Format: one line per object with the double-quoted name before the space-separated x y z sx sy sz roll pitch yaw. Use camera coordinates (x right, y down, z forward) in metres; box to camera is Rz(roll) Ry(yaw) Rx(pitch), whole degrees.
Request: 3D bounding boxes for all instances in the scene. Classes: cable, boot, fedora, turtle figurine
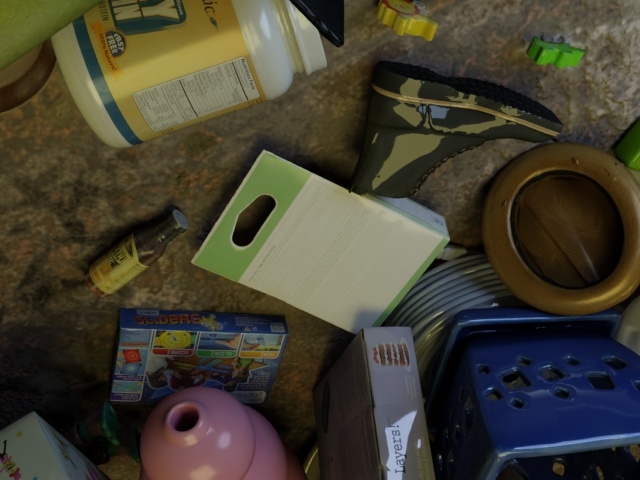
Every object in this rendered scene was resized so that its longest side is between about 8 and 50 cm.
"cable" 0.204 0.126 1.089 0.257 0.089 0.257 1 130 -15
"boot" 0.132 -0.095 0.879 0.198 0.077 0.137 13 115 -8
"fedora" 0.277 -0.011 0.963 0.194 0.194 0.079 -33 167 15
"turtle figurine" -0.344 0.285 1.061 0.234 0.118 0.175 -26 160 1

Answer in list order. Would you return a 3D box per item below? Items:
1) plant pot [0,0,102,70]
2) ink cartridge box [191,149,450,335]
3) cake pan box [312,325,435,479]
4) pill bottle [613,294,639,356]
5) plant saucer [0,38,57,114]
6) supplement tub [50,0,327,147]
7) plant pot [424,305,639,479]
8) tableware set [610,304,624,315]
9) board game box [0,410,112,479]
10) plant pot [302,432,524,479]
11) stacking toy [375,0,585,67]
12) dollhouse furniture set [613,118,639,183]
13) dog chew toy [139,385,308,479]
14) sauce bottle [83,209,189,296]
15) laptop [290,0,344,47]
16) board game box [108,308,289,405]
"plant pot" -0.236 -0.227 0.561 0.254 0.276 0.276 -34 130 22
"ink cartridge box" 0.000 0.000 0.954 0.235 0.056 0.171 26 120 -18
"cake pan box" 0.058 0.264 1.009 0.070 0.267 0.246 0 152 -13
"pill bottle" 0.485 0.170 1.117 0.160 0.160 0.283 -32 147 14
"plant saucer" -0.309 -0.183 0.734 0.168 0.029 0.168 -6 131 -7
"supplement tub" -0.107 -0.172 0.716 0.199 0.144 0.144 -19 132 2
"plant pot" 0.241 0.206 0.963 0.236 0.212 0.236 -2 134 -12
"tableware set" 0.362 0.083 1.075 0.128 0.039 0.194 -52 141 -27
"board game box" -0.332 0.332 0.937 0.224 0.097 0.303 -31 150 -11
"plant pot" 0.165 0.401 1.207 0.280 0.323 0.323 13 128 -46
"stacking toy" 0.179 -0.255 0.785 0.221 0.052 0.167 6 130 -21
"dollhouse furniture set" 0.444 0.020 0.915 0.197 0.301 0.151 9 125 -24
"dog chew toy" -0.126 0.291 1.047 0.206 0.207 0.332 -14 141 -2
"sauce bottle" -0.197 0.012 0.924 0.128 0.042 0.042 -37 129 15
"laptop" -0.009 -0.312 0.567 0.136 0.264 0.234 -27 133 30
"board game box" -0.152 0.147 1.055 0.201 0.035 0.136 5 129 -18
